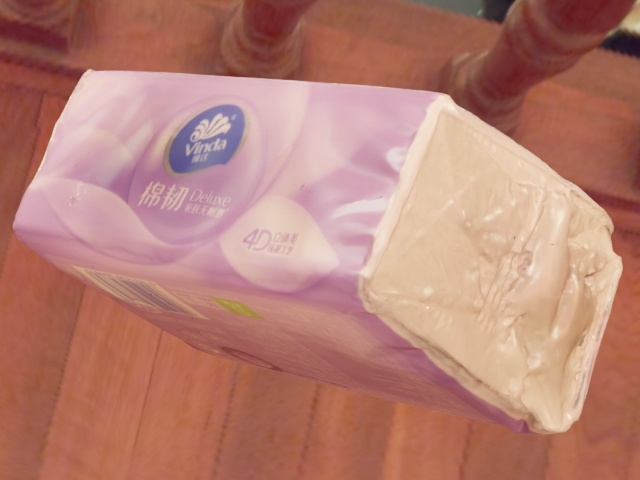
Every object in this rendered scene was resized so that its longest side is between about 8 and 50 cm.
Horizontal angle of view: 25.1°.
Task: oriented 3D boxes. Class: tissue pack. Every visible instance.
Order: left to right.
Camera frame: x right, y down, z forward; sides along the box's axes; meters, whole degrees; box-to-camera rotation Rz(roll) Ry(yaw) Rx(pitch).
[{"bbox_3d":[0.000,0.000,0.960,0.242,0.338,0.160,35,71,-45],"label":"tissue pack"}]
